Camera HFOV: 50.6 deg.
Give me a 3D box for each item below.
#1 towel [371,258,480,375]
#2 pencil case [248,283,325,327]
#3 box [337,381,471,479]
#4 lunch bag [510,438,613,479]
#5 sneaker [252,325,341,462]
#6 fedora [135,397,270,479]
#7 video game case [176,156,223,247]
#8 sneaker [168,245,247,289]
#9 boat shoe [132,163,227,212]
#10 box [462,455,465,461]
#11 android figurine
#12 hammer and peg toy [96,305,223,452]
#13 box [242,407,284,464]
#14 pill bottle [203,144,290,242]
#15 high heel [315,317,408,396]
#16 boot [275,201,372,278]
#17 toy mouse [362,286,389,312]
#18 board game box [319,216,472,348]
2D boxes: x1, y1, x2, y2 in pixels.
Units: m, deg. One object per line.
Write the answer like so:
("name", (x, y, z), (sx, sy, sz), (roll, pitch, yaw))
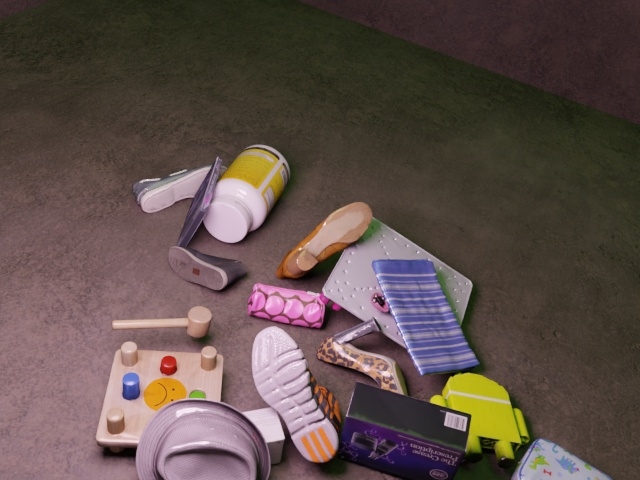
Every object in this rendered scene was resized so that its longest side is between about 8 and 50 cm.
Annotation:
("towel", (0.279, 0.193, 1.800), (0.243, 0.040, 0.336), (3, 54, -42))
("pencil case", (-0.090, 0.172, 1.834), (0.209, 0.098, 0.095), (9, 29, -5))
("box", (0.182, 0.438, 1.509), (0.261, 0.184, 0.103), (14, 46, 9))
("lunch bag", (0.549, 0.572, 1.541), (0.219, 0.090, 0.176), (30, 41, 20))
("sneaker", (-0.053, 0.340, 1.549), (0.125, 0.321, 0.180), (-24, -1, 7))
("fedora", (-0.233, 0.449, 1.349), (0.275, 0.124, 0.243), (26, 83, -7))
("video game case", (-0.362, -0.103, 2.014), (0.026, 0.196, 0.274), (27, 36, -16))
("sneaker", (-0.322, 0.073, 1.921), (0.222, 0.083, 0.118), (26, 22, 25))
("boat shoe", (-0.445, -0.190, 2.156), (0.319, 0.116, 0.099), (-26, 57, -32))
("box", (0.299, 0.506, 1.606), (0.083, 0.018, 0.067), (-16, 48, -30))
("android figurine", (0.393, 0.433, 1.678), (0.248, 0.056, 0.273), (11, 35, -10))
("hammer and peg toy", (-0.361, 0.319, 1.562), (0.266, 0.127, 0.361), (4, 40, -8))
("box", (-0.140, 0.439, 1.498), (0.102, 0.101, 0.087), (-6, 43, -19))
("pill bottle", (-0.232, -0.144, 2.101), (0.188, 0.188, 0.334), (19, 39, 7))
("high heel", (0.107, 0.348, 1.726), (0.186, 0.093, 0.261), (-27, 73, 13))
("boot", (0.000, 0.001, 1.941), (0.295, 0.211, 0.104), (-40, 97, -19))
("toy mouse", (0.184, 0.174, 1.798), (0.161, 0.031, 0.143), (11, 45, -27))
("board game box", (0.224, 0.143, 1.918), (0.390, 0.050, 0.390), (33, 41, -1))
